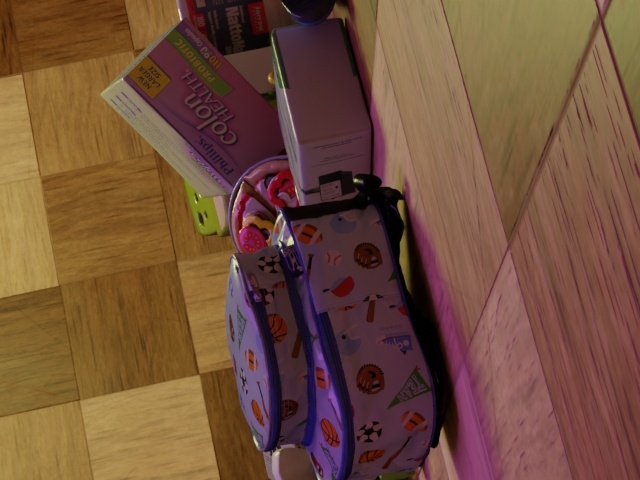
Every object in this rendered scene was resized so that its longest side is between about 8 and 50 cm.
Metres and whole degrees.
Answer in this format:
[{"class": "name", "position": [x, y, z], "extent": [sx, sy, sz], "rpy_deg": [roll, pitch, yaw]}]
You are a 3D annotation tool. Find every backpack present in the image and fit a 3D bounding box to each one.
[{"class": "backpack", "position": [0.018, 0.114, 1.468], "extent": [0.276, 0.213, 0.263], "rpy_deg": [90, 157, -60]}]

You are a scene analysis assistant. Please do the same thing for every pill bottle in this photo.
[{"class": "pill bottle", "position": [-0.108, -0.320, 2.041], "extent": [0.108, 0.180, 0.108], "rpy_deg": [168, 90, -86]}]

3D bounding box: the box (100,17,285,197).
[{"class": "box", "position": [-0.171, -0.174, 1.975], "extent": [0.213, 0.117, 0.243], "rpy_deg": [45, 170, -11]}]

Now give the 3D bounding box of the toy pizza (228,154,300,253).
[{"class": "toy pizza", "position": [-0.030, -0.011, 1.838], "extent": [0.032, 0.201, 0.201], "rpy_deg": [-44, -52, -57]}]

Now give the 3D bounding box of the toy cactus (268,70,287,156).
[{"class": "toy cactus", "position": [-0.048, -0.190, 2.138], "extent": [0.180, 0.112, 0.219], "rpy_deg": [98, -177, -53]}]

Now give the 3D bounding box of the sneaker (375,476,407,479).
[{"class": "sneaker", "position": [0.087, 0.408, 2.133], "extent": [0.081, 0.091, 0.232], "rpy_deg": [-108, 7, -57]}]

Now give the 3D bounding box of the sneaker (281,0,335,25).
[{"class": "sneaker", "position": [-0.011, -0.287, 1.644], "extent": [0.082, 0.069, 0.209], "rpy_deg": [59, -174, -36]}]

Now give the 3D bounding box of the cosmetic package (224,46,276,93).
[{"class": "cosmetic package", "position": [-0.118, -0.320, 2.403], "extent": [0.309, 0.160, 0.113], "rpy_deg": [-119, 18, -74]}]

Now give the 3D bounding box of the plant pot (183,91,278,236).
[{"class": "plant pot", "position": [-0.102, -0.126, 2.354], "extent": [0.207, 0.228, 0.227], "rpy_deg": [-150, 48, -75]}]

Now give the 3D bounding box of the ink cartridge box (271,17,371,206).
[{"class": "ink cartridge box", "position": [0.002, -0.136, 1.680], "extent": [0.208, 0.087, 0.153], "rpy_deg": [88, 169, -67]}]

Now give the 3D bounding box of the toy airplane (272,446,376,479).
[{"class": "toy airplane", "position": [-0.005, 0.460, 1.923], "extent": [0.384, 0.272, 0.386], "rpy_deg": [39, 127, 40]}]

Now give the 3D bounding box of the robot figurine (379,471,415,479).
[{"class": "robot figurine", "position": [0.084, 0.242, 1.814], "extent": [0.101, 0.067, 0.115], "rpy_deg": [27, -132, -69]}]

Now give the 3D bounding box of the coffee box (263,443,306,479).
[{"class": "coffee box", "position": [-0.009, 0.203, 2.132], "extent": [0.119, 0.168, 0.297], "rpy_deg": [16, 121, 58]}]
